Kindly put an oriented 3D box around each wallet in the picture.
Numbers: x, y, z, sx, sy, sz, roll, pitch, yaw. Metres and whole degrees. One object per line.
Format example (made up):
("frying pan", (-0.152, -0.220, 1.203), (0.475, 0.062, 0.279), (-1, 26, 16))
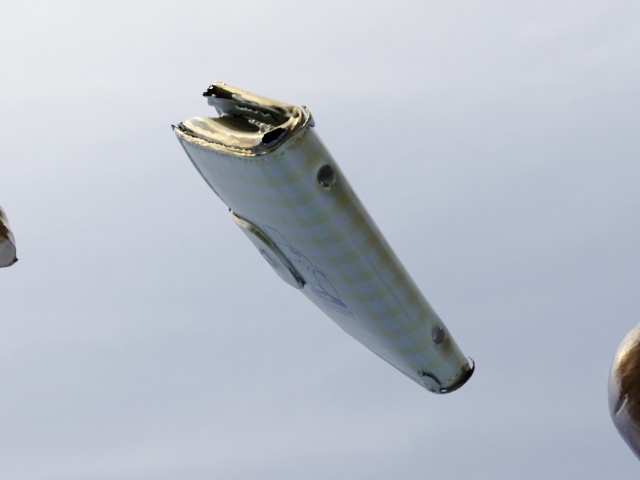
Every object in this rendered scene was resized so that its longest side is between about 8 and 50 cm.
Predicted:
("wallet", (0.000, 0.000, 1.165), (0.077, 0.309, 0.223), (-45, -149, -18))

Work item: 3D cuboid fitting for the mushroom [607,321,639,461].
("mushroom", (0.436, 0.208, 1.419), (0.267, 0.254, 0.267), (27, -169, -6))

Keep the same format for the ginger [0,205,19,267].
("ginger", (-0.447, -0.031, 1.529), (0.190, 0.069, 0.095), (28, -123, 1))
